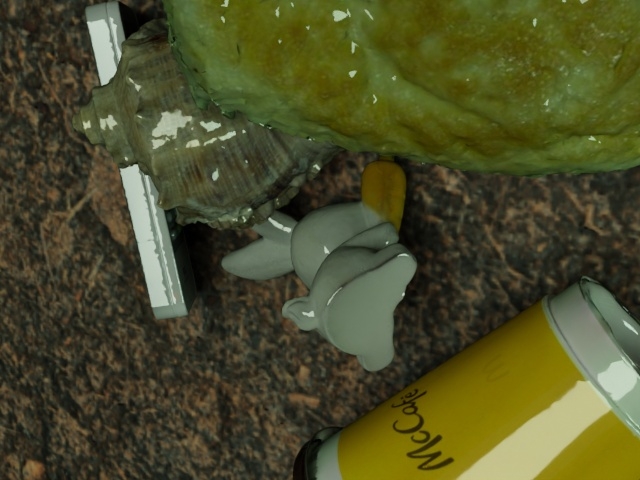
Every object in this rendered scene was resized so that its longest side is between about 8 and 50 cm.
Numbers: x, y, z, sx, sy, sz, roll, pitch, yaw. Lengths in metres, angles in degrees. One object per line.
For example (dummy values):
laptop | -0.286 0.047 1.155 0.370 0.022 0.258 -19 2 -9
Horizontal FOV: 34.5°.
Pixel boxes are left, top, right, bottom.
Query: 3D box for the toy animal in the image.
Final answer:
toy animal | 0.000 0.000 0.779 0.127 0.181 0.131 -3 118 -18

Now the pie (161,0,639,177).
pie | 0.124 -0.205 0.591 0.395 0.180 0.418 23 117 -20

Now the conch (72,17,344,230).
conch | -0.052 -0.095 0.743 0.246 0.163 0.178 -4 63 -7

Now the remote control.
remote control | -0.142 -0.064 0.830 0.034 0.103 0.250 -12 97 -1

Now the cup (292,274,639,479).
cup | 0.119 0.161 0.723 0.280 0.196 0.196 -43 83 19
